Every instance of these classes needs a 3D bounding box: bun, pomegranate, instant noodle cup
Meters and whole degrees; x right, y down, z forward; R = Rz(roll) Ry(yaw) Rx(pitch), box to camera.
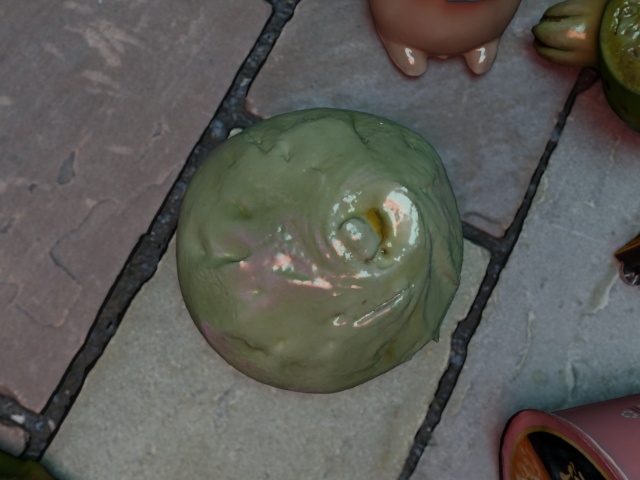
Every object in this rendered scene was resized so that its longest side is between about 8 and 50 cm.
[{"bbox_3d":[0.000,0.000,0.598,0.283,0.179,0.283,0,80,-1],"label":"bun"},{"bbox_3d":[0.352,-0.181,0.675,0.241,0.159,0.190,-13,70,22],"label":"pomegranate"},{"bbox_3d":[0.321,0.221,0.564,0.255,0.244,0.244,-13,80,-15],"label":"instant noodle cup"}]

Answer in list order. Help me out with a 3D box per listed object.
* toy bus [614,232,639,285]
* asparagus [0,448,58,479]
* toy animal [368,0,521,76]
[{"bbox_3d":[0.381,0.053,0.667,0.074,0.069,0.162,-40,83,-12],"label":"toy bus"},{"bbox_3d":[-0.247,0.249,0.598,0.277,0.060,0.067,30,60,2],"label":"asparagus"},{"bbox_3d":[0.129,-0.319,0.642,0.195,0.256,0.213,2,68,-2],"label":"toy animal"}]
